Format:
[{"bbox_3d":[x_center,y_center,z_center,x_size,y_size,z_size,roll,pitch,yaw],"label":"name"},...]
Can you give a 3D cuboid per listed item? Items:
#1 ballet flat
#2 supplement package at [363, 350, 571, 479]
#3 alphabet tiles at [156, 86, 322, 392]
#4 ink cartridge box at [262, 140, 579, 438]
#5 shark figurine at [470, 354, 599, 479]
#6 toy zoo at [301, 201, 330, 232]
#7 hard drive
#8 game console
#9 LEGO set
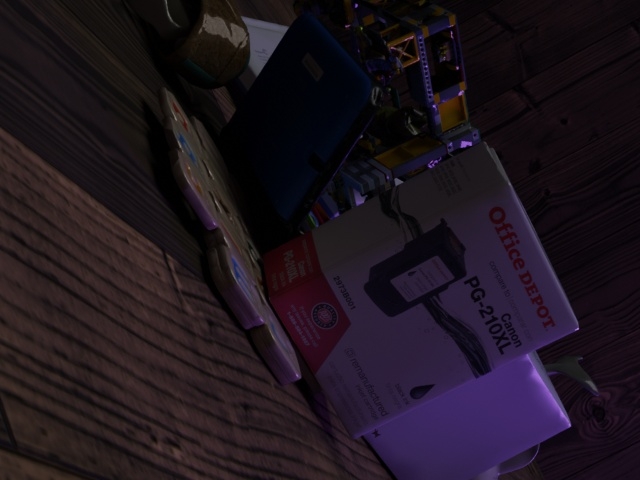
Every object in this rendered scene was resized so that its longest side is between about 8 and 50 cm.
[{"bbox_3d":[-0.183,-0.311,1.523,0.124,0.116,0.342,7,57,-57],"label":"ballet flat"},{"bbox_3d":[0.134,0.137,1.580,0.149,0.194,0.203,55,10,-37],"label":"supplement package"},{"bbox_3d":[-0.076,0.003,1.321,0.278,0.021,0.284,60,7,-34],"label":"alphabet tiles"},{"bbox_3d":[0.092,0.045,1.325,0.172,0.237,0.100,60,6,-24],"label":"ink cartridge box"},{"bbox_3d":[0.236,0.241,1.943,0.166,0.278,0.116,33,-5,-9],"label":"shark figurine"},{"bbox_3d":[0.000,0.000,1.820,0.192,0.030,0.293,61,7,-3],"label":"toy zoo"},{"bbox_3d":[-0.012,-0.161,1.912,0.319,0.040,0.210,56,24,17],"label":"hard drive"},{"bbox_3d":[0.010,-0.062,1.495,0.173,0.250,0.293,29,13,-24],"label":"game console"},{"bbox_3d":[0.045,-0.143,1.664,0.255,0.192,0.331,43,-28,44],"label":"LEGO set"}]
